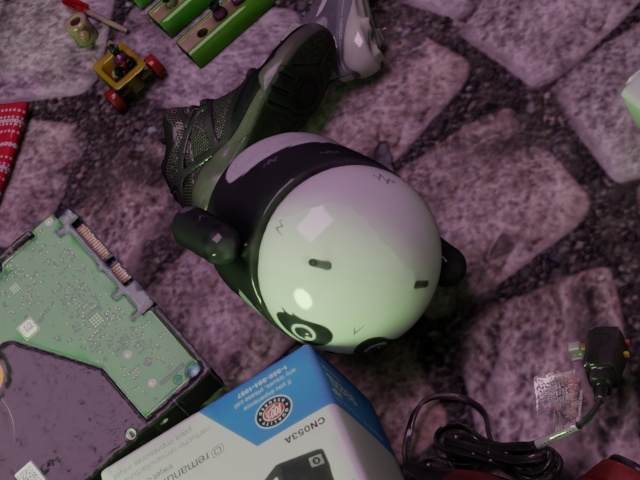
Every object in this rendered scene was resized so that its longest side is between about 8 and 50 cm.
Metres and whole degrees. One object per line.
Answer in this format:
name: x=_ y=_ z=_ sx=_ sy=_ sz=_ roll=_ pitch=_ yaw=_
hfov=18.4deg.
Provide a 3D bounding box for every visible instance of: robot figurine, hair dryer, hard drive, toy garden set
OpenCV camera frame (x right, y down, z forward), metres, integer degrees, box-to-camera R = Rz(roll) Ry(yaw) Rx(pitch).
robot figurine: x=-0.002 y=0.002 z=1.750 sx=0.209 sy=0.174 sz=0.278 roll=-33 pitch=22 yaw=-10
hair dryer: x=0.178 y=0.226 z=1.609 sx=0.223 sy=0.080 sz=0.293 roll=-28 pitch=41 yaw=29
hard drive: x=-0.290 y=0.158 z=1.846 sx=0.339 sy=0.064 sz=0.237 roll=-43 pitch=69 yaw=-4
toy garden set: x=-0.196 y=-0.264 z=2.151 sx=0.204 sy=0.049 sz=0.244 roll=-41 pitch=49 yaw=-4

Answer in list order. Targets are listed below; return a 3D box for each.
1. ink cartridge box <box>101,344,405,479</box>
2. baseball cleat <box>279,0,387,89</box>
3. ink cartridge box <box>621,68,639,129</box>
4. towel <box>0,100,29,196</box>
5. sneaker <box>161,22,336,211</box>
ink cartridge box: x=-0.026 y=0.277 z=1.618 sx=0.223 sy=0.129 sz=0.307 roll=-32 pitch=49 yaw=9
baseball cleat: x=0.004 y=-0.243 z=2.016 sx=0.109 sy=0.072 sz=0.206 roll=-20 pitch=50 yaw=14
ink cartridge box: x=0.387 y=-0.105 z=1.704 sx=0.153 sy=0.087 sz=0.208 roll=-41 pitch=49 yaw=-3
towel: x=-0.435 y=-0.034 z=2.128 sx=0.198 sy=0.031 sz=0.275 roll=-1 pitch=57 yaw=26
sneaker: x=-0.082 y=-0.130 z=1.953 sx=0.130 sy=0.087 sz=0.227 roll=35 pitch=95 yaw=39
